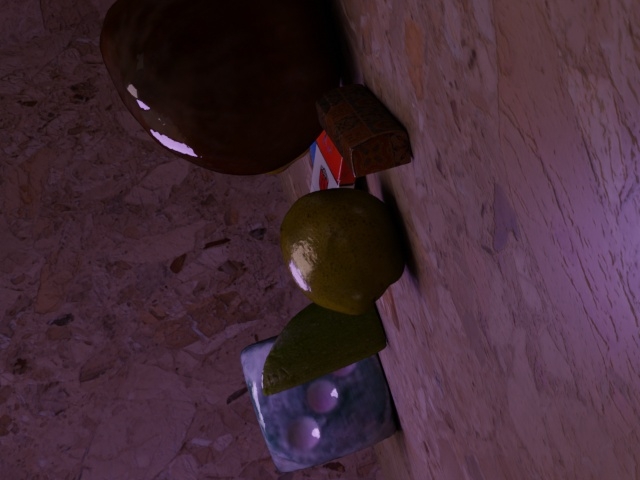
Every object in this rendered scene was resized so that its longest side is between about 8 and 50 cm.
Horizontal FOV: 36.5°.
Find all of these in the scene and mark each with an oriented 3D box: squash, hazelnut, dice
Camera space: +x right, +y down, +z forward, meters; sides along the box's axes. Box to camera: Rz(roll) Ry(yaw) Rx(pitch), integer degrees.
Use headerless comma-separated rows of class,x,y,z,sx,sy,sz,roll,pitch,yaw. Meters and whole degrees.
squash,-0.017,0.193,2.101,0.203,0.289,0.111,-115,7,-54
hazelnut,-0.144,-0.275,1.485,0.366,0.366,0.365,162,90,-86
dice,-0.006,0.391,2.479,0.330,0.328,0.348,136,116,-85

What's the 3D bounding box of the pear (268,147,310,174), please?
pear,-0.115,-0.246,2.059,0.209,0.209,0.208,162,90,-86

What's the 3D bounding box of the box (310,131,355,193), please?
box,0.020,-0.095,1.704,0.139,0.035,0.245,-113,23,-46

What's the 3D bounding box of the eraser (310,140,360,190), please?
eraser,0.035,-0.107,1.844,0.144,0.043,0.312,77,173,-45

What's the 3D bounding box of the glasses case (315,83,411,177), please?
glasses case,0.052,-0.150,1.272,0.218,0.075,0.049,-116,12,-63

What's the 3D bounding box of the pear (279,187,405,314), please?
pear,0.036,0.011,1.478,0.198,0.198,0.198,162,90,-86
